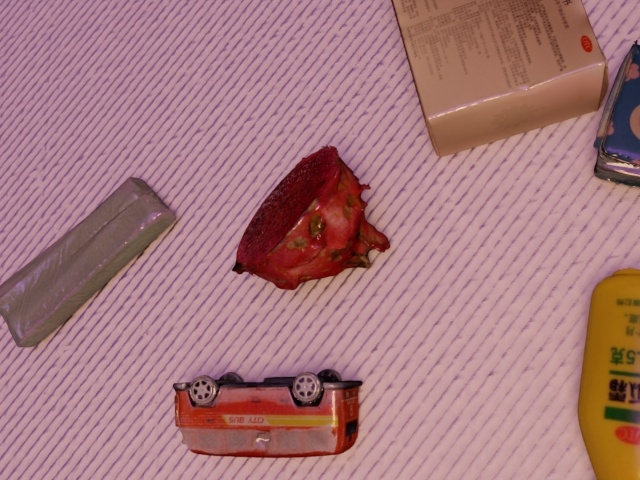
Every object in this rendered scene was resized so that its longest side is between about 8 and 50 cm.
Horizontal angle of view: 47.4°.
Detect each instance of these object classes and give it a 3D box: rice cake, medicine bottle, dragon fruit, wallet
[{"bbox_3d":[-0.261,0.019,0.802,0.222,0.042,0.080,-41,61,3],"label":"rice cake"},{"bbox_3d":[0.254,0.176,0.568,0.111,0.076,0.309,7,76,21],"label":"medicine bottle"},{"bbox_3d":[0.000,0.000,0.701,0.111,0.153,0.153,40,87,-16],"label":"dragon fruit"},{"bbox_3d":[0.350,-0.091,0.632,0.202,0.059,0.141,18,72,20],"label":"wallet"}]

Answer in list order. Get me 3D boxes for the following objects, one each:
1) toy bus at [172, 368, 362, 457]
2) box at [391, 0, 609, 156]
[{"bbox_3d":[-0.050,0.160,0.672,0.174,0.079,0.077,-5,81,16],"label":"toy bus"},{"bbox_3d":[0.163,-0.212,0.711,0.168,0.095,0.212,-16,69,14],"label":"box"}]
